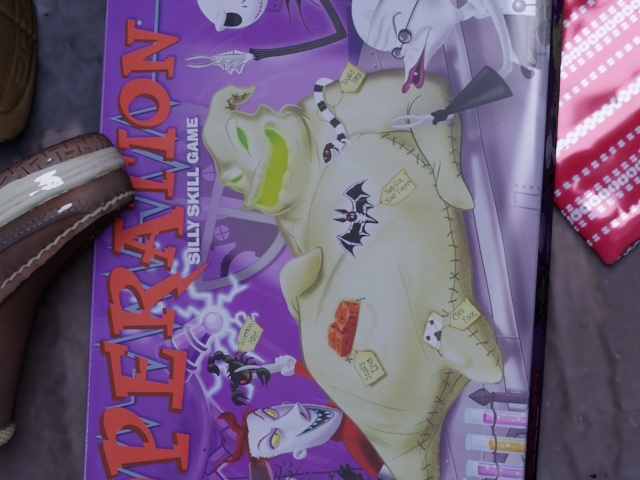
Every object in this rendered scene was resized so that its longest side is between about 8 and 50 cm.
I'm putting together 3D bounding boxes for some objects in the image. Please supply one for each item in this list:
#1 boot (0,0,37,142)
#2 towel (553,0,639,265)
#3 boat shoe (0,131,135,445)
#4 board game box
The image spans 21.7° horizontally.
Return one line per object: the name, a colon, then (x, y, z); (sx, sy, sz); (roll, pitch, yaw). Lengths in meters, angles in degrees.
boot: (-0.259, -0.143, 0.806); (0.203, 0.095, 0.262); (-20, 83, 9)
towel: (0.126, -0.154, 0.766); (0.199, 0.031, 0.275); (-37, 82, 8)
boat shoe: (-0.165, 0.050, 0.771); (0.257, 0.095, 0.095); (-36, 89, 31)
board game box: (0.000, 0.000, 0.761); (0.208, 0.056, 0.347); (3, 93, 17)
